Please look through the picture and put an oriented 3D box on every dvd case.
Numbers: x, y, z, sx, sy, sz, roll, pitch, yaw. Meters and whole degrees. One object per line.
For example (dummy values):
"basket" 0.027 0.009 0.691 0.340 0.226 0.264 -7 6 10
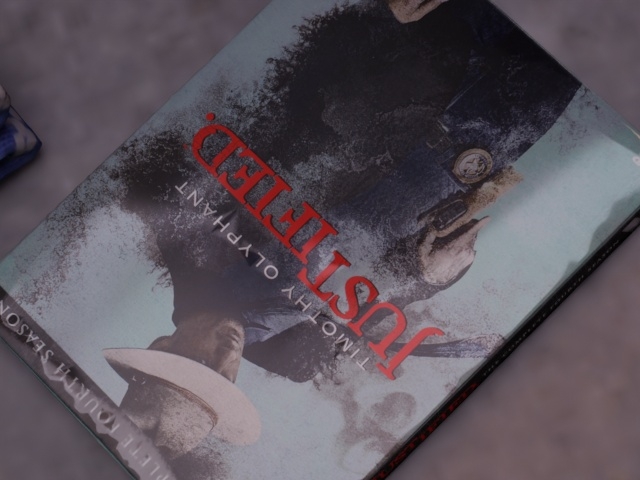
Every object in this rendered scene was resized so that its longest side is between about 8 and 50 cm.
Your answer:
"dvd case" 0.000 0.000 0.394 0.119 0.013 0.087 -44 75 -5

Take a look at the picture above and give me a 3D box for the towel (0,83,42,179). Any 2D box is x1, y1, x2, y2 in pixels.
"towel" -0.255 0.002 0.417 0.336 0.040 0.243 -40 72 -7
